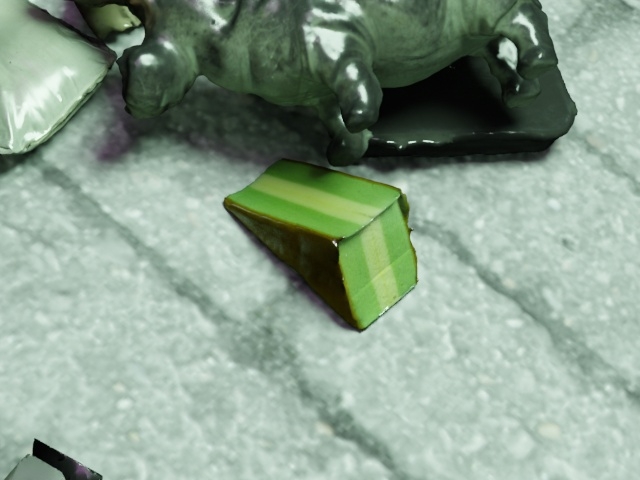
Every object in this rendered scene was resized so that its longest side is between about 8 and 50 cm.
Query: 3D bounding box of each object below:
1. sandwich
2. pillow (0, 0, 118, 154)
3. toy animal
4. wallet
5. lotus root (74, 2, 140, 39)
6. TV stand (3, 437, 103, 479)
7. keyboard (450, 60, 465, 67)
[{"bbox_3d":[0.000,0.000,0.899,0.116,0.074,0.074,19,44,41],"label":"sandwich"},{"bbox_3d":[-0.260,-0.148,0.908,0.229,0.051,0.128,33,50,12],"label":"pillow"},{"bbox_3d":[-0.011,-0.141,0.886,0.343,0.106,0.168,-4,73,-9],"label":"toy animal"},{"bbox_3d":[0.073,-0.215,1.048,0.197,0.051,0.377,-3,57,-14],"label":"wallet"},{"bbox_3d":[-0.079,-0.272,0.988,0.261,0.074,0.170,-26,54,3],"label":"lotus root"},{"bbox_3d":[-0.200,0.216,0.665,0.049,0.040,0.256,29,53,7],"label":"TV stand"},{"bbox_3d":[0.024,-0.287,1.031,0.104,0.041,0.381,-17,61,-5],"label":"keyboard"}]
